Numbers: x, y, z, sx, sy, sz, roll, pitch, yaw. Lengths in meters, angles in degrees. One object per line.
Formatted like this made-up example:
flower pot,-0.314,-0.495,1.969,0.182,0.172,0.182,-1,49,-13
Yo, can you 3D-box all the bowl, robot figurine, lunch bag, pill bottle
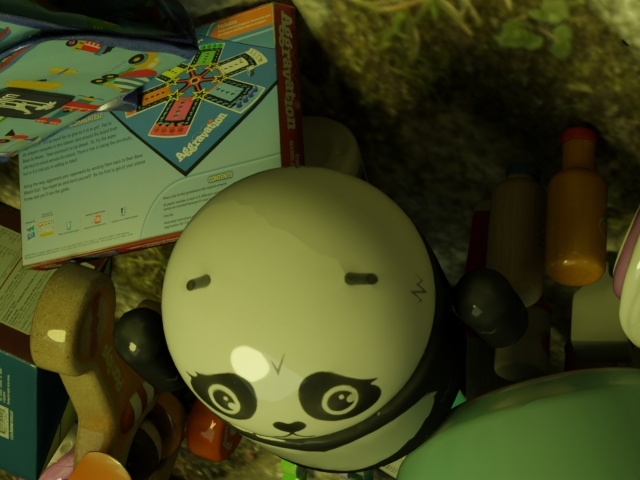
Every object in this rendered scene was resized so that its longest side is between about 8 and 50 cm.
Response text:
bowl,0.173,0.193,1.214,0.311,0.163,0.311,-9,157,-4
robot figurine,0.002,0.058,1.125,0.173,0.209,0.278,44,177,18
lunch bag,-0.244,-0.140,1.183,0.293,0.138,0.221,16,149,-41
pill bottle,0.000,0.000,1.299,0.094,0.094,0.169,8,138,27

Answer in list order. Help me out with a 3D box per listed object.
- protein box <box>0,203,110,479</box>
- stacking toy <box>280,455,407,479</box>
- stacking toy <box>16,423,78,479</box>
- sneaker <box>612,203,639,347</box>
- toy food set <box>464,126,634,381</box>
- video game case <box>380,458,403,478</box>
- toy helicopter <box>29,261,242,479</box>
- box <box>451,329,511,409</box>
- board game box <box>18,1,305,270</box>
protein box,-0.306,0.076,1.558,0.201,0.136,0.200,23,143,9
stacking toy,0.026,0.196,1.505,0.167,0.052,0.221,21,153,20
stacking toy,-0.232,0.240,1.709,0.175,0.166,0.302,-27,106,31
sneaker,0.271,-0.012,1.086,0.152,0.114,0.305,23,143,10
toy food set,0.161,0.020,1.243,0.111,0.105,0.232,-1,153,16
video game case,0.032,0.130,1.494,0.157,0.019,0.143,32,143,-1
toy helicopter,-0.178,0.140,1.424,0.140,0.235,0.355,18,154,16
box,0.126,0.159,1.385,0.060,0.100,0.244,-21,123,20
board game box,-0.122,-0.068,1.278,0.281,0.145,0.027,-11,169,42
